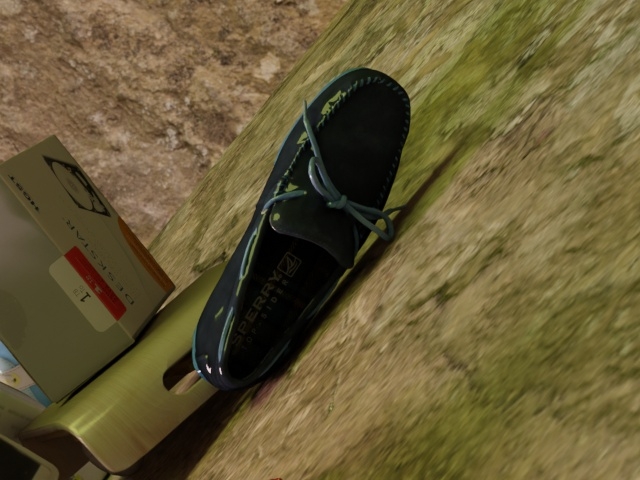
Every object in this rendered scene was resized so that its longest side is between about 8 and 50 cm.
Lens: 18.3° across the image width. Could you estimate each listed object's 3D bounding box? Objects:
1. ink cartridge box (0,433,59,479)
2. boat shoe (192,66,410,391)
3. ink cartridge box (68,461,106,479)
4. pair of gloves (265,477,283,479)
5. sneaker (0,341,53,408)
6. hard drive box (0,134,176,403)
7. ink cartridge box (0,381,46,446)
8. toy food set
[{"bbox_3d":[-0.266,0.284,1.023,0.307,0.072,0.303,-51,11,45],"label":"ink cartridge box"},{"bbox_3d":[0.000,0.000,1.431,0.258,0.109,0.089,-67,14,3],"label":"boat shoe"},{"bbox_3d":[-0.245,0.222,1.856,0.181,0.061,0.104,-53,8,-25],"label":"ink cartridge box"},{"bbox_3d":[-0.074,0.201,1.098,0.159,0.023,0.198,-55,8,-19],"label":"pair of gloves"},{"bbox_3d":[-0.319,0.184,1.925,0.319,0.127,0.208,76,-149,-46],"label":"sneaker"},{"bbox_3d":[-0.225,0.018,1.671,0.089,0.181,0.232,-38,6,10],"label":"hard drive box"},{"bbox_3d":[-0.385,0.267,1.599,0.385,0.091,0.308,-63,-18,-7],"label":"ink cartridge box"},{"bbox_3d":[-0.120,0.116,1.616,0.220,0.092,0.306,-41,5,-18],"label":"toy food set"}]
